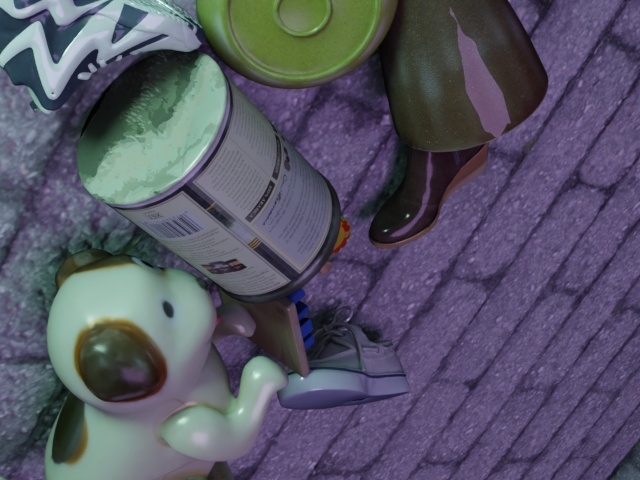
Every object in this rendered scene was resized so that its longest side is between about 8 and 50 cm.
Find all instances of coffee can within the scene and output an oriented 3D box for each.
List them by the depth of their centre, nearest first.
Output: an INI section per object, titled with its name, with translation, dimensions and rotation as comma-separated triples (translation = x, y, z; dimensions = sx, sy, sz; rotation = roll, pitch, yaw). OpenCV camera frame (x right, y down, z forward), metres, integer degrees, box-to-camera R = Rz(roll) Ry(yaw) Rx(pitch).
[coffee can]
translation = -0.124, -0.069, 1.122
dimensions = 0.201, 0.201, 0.275
rotation = -44, 141, 2

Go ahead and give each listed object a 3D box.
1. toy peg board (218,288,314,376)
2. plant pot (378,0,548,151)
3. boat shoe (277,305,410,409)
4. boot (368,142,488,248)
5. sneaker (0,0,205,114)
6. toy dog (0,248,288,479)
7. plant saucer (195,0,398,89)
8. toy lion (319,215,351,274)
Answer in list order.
[toy peg board]
translation = -0.066, 0.089, 1.360
dimensions = 0.079, 0.160, 0.161
rotation = -42, 144, -26
[plant pot]
translation = 0.159, -0.270, 1.197
dimensions = 0.215, 0.215, 0.230
rotation = -35, 127, -9
[boat shoe]
translation = 0.036, 0.188, 1.538
dimensions = 0.136, 0.156, 0.367
rotation = -21, 163, 28
[boot]
translation = 0.146, -0.123, 1.398
dimensions = 0.248, 0.090, 0.207
rotation = -40, 138, -12
[sneaker]
translation = -0.249, -0.199, 0.987
dimensions = 0.235, 0.094, 0.153
rotation = 4, 124, -42
[toy dog]
translation = -0.246, 0.193, 1.246
dimensions = 0.395, 0.284, 0.408
rotation = -4, 130, -11
[plant saucer]
translation = -0.023, -0.274, 1.080
dimensions = 0.241, 0.037, 0.241
rotation = -6, 128, -7
[toy lion]
translation = 0.000, 0.000, 1.427
dimensions = 0.100, 0.034, 0.096
rotation = 14, 108, -46
